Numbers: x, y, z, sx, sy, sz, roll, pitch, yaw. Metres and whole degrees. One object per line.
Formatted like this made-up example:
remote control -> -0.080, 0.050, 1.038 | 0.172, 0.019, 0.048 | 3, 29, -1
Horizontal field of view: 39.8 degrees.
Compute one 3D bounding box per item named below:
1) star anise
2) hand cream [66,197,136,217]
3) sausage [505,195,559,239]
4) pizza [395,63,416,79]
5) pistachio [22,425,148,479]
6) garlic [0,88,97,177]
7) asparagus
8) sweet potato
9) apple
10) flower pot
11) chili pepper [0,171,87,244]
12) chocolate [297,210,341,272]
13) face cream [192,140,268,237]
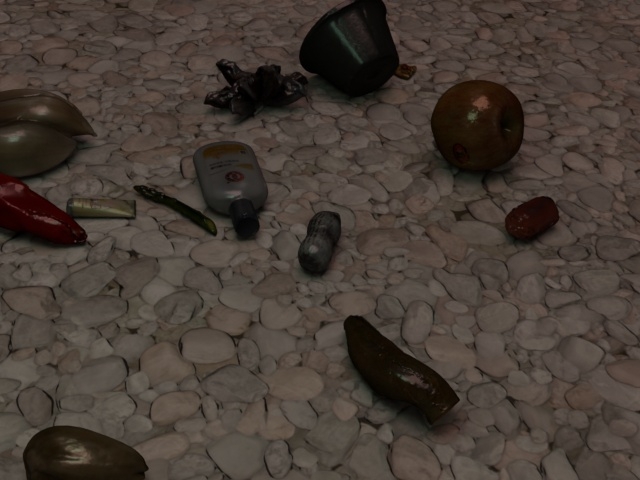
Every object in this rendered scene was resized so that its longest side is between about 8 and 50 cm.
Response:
star anise -> -0.156, -0.389, 2.221 | 0.282, 0.129, 0.212 | -7, 23, -20
hand cream -> -0.458, -0.068, 1.849 | 0.143, 0.039, 0.061 | -1, 36, -13
sausage -> 0.448, -0.048, 1.870 | 0.141, 0.076, 0.076 | -25, 47, -32
pizza -> 0.232, -0.474, 2.427 | 0.078, 0.025, 0.083 | -28, 47, -31
pistachio -> -0.348, 0.332, 1.301 | 0.185, 0.126, 0.108 | 10, 81, 2
garlic -> -0.685, -0.248, 1.987 | 0.325, 0.132, 0.279 | 1, 46, 5
asparagus -> -0.303, -0.071, 1.869 | 0.236, 0.027, 0.034 | 27, 33, 26
sweet potato -> 0.117, 0.217, 1.510 | 0.112, 0.085, 0.286 | 18, 11, -42
apple -> 0.360, -0.263, 2.031 | 0.188, 0.211, 0.211 | 2, 29, 44
flower pot -> 0.098, -0.482, 2.286 | 0.269, 0.269, 0.166 | -24, 67, -31
chili pepper -> -0.639, -0.082, 1.800 | 0.387, 0.110, 0.110 | 24, 42, 16
chocolate -> 0.000, 0.000, 1.771 | 0.072, 0.072, 0.167 | 10, 41, 8
face cream -> -0.187, -0.114, 1.898 | 0.143, 0.071, 0.291 | -6, 40, -12
